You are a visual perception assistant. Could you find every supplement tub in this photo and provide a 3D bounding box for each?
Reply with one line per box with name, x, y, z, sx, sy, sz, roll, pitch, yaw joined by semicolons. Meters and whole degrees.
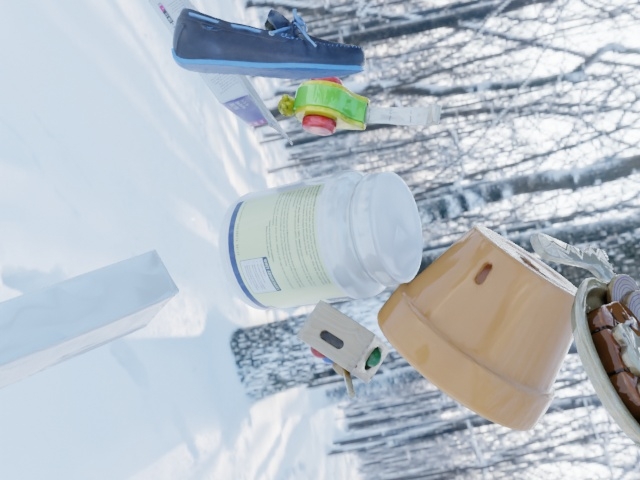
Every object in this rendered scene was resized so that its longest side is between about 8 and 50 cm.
supplement tub;0.000;0.000;1.332;0.235;0.325;0.235;21;64;-53

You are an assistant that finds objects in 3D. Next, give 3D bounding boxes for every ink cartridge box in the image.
ink cartridge box;-0.192;-0.331;1.479;0.330;0.071;0.324;57;5;2

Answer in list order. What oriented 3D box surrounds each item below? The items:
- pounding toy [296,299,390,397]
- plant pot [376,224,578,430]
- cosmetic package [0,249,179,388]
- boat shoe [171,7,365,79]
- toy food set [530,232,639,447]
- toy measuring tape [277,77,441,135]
pounding toy;0.040;0.181;1.146;0.141;0.100;0.130;30;-8;27
plant pot;0.261;0.114;1.088;0.203;0.291;0.291;-57;-168;14
cosmetic package;-0.266;0.085;0.707;0.099;0.239;0.060;-38;-102;45
boat shoe;-0.064;-0.266;0.950;0.109;0.258;0.088;-171;-97;-76
toy food set;0.206;0.075;0.448;0.132;0.038;0.192;12;52;-44
toy measuring tape;0.062;-0.262;1.396;0.121;0.330;0.121;6;90;-67
